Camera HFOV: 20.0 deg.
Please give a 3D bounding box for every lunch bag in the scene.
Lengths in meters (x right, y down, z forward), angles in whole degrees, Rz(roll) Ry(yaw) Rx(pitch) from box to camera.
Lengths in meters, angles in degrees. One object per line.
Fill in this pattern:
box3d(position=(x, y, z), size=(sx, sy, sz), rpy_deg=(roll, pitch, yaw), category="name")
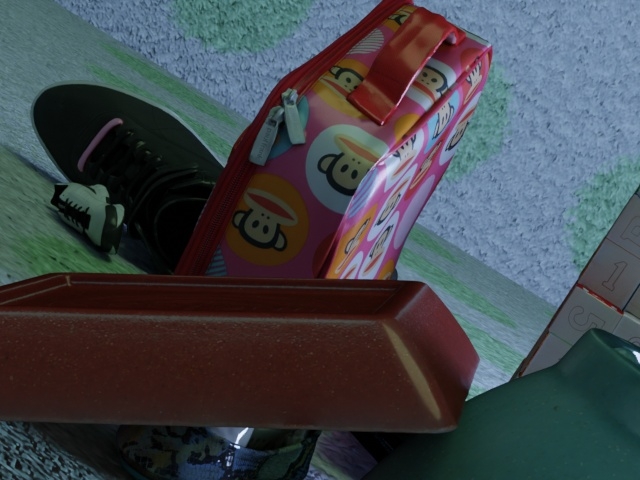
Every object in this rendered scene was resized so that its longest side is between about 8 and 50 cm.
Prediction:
box3d(position=(0.020, -0.053, 1.300), size=(0.120, 0.258, 0.293), rpy_deg=(32, 33, 8), category="lunch bag")

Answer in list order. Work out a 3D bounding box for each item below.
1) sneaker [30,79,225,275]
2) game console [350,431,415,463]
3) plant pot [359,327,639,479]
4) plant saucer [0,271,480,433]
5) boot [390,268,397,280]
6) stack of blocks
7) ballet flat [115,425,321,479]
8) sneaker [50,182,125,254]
box3d(position=(-0.139, -0.050, 1.489), size=(0.296, 0.104, 0.147), rpy_deg=(38, 3, 15), category="sneaker")
box3d(position=(0.067, 0.142, 1.186), size=(0.213, 0.044, 0.361), rpy_deg=(48, 0, 5), category="game console")
box3d(position=(0.144, 0.164, 0.821), size=(0.293, 0.196, 0.293), rpy_deg=(31, 6, -4), category="plant pot")
box3d(position=(-0.058, 0.046, 0.858), size=(0.258, 0.047, 0.259), rpy_deg=(1, 2, 7), category="plant saucer")
box3d(position=(0.000, 0.000, 1.890), size=(0.176, 0.088, 0.244), rpy_deg=(30, 15, -19), category="boot")
box3d(position=(0.233, 0.073, 1.468), size=(0.087, 0.297, 0.171), rpy_deg=(33, 5, 6), category="stack of blocks")
box3d(position=(-0.049, 0.099, 0.987), size=(0.070, 0.070, 0.188), rpy_deg=(34, 7, 19), category="ballet flat")
box3d(position=(-0.180, -0.018, 1.399), size=(0.044, 0.040, 0.109), rpy_deg=(11, 11, -24), category="sneaker")
